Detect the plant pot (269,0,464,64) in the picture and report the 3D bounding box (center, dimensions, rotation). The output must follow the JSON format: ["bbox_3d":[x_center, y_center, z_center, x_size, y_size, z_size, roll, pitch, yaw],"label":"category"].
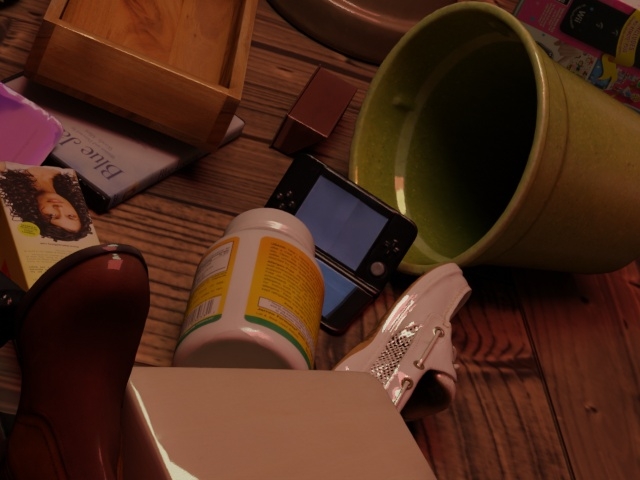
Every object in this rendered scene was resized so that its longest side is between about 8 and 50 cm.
[{"bbox_3d":[0.085,-0.371,2.148,0.263,0.229,0.263,19,34,-13],"label":"plant pot"}]

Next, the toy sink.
[{"bbox_3d":[-0.050,0.195,1.368,0.234,0.131,0.153,3,41,-34],"label":"toy sink"}]

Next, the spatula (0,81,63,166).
[{"bbox_3d":[-0.385,-0.150,1.695,0.296,0.030,0.084,28,66,11],"label":"spatula"}]

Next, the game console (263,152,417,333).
[{"bbox_3d":[0.000,0.000,1.718,0.144,0.124,0.085,34,7,10],"label":"game console"}]

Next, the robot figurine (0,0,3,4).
[{"bbox_3d":[-0.434,-0.322,1.854,0.291,0.085,0.211,-7,47,-40],"label":"robot figurine"}]

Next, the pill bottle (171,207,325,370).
[{"bbox_3d":[-0.058,0.064,1.557,0.117,0.117,0.208,21,34,-8],"label":"pill bottle"}]

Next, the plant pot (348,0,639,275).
[{"bbox_3d":[0.212,-0.076,1.835,0.254,0.276,0.276,15,33,-38],"label":"plant pot"}]

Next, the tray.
[{"bbox_3d":[-0.175,-0.245,1.904,0.203,0.076,0.411,22,27,-10],"label":"tray"}]

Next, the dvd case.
[{"bbox_3d":[-0.211,-0.124,1.794,0.180,0.022,0.253,36,35,14],"label":"dvd case"}]

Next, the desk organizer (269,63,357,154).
[{"bbox_3d":[-0.006,-0.134,1.926,0.050,0.047,0.130,30,33,0],"label":"desk organizer"}]

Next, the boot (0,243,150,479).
[{"bbox_3d":[-0.144,0.176,1.213,0.096,0.264,0.280,11,34,-38],"label":"boot"}]

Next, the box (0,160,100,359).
[{"bbox_3d":[-0.231,0.027,1.542,0.087,0.058,0.232,4,40,-30],"label":"box"}]

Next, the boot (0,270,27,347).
[{"bbox_3d":[-0.311,0.008,1.476,0.207,0.094,0.246,36,41,20],"label":"boot"}]

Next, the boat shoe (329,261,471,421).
[{"bbox_3d":[0.077,0.120,1.599,0.096,0.098,0.277,34,43,10],"label":"boat shoe"}]

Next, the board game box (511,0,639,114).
[{"bbox_3d":[0.351,-0.180,2.073,0.303,0.224,0.097,25,32,-2],"label":"board game box"}]
